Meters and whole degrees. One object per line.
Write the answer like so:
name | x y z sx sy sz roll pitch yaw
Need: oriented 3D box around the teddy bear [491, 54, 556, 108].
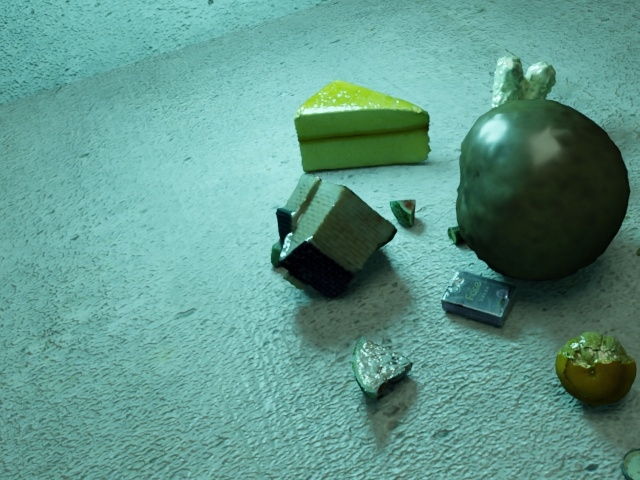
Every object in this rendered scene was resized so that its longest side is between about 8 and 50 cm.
teddy bear | 0.654 -0.311 1.992 0.327 0.375 0.362 3 15 -26

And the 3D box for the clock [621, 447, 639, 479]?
clock | 0.618 0.434 1.348 0.085 0.017 0.085 -7 40 6

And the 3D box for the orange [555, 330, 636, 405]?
orange | 0.569 0.264 1.467 0.156 0.134 0.157 -2 84 20

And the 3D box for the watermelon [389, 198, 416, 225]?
watermelon | 0.236 -0.088 2.008 0.072 0.084 0.092 -29 55 -34

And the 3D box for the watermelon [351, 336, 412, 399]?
watermelon | 0.140 0.297 1.595 0.139 0.071 0.187 -2 32 2

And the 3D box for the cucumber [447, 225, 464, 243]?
cucumber | 0.400 -0.025 1.915 0.105 0.048 0.048 -14 40 -3

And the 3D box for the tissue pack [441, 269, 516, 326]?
tissue pack | 0.385 0.140 1.723 0.156 0.051 0.112 15 48 28

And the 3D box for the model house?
model house | -0.001 -0.001 1.876 0.284 0.243 0.298 -52 22 -7

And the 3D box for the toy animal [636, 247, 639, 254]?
toy animal | 0.857 -0.012 1.774 0.098 0.137 0.098 24 14 -6

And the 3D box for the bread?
bread | 0.138 -0.324 2.187 0.361 0.233 0.245 20 49 31

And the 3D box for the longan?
longan | 0.531 -0.120 1.704 0.404 0.436 0.404 8 1 0
